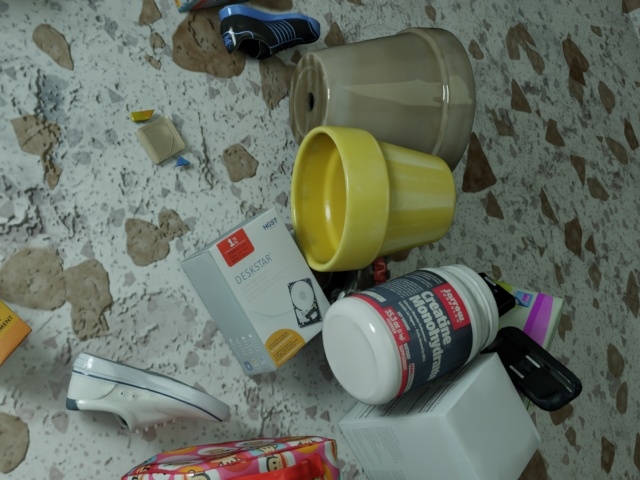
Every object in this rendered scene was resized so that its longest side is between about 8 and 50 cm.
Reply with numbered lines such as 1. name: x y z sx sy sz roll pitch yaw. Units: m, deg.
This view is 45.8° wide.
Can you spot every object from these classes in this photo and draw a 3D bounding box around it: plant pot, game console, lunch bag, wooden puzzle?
1. plant pot: 0.099 -0.266 1.505 0.280 0.323 0.323 -2 77 -24
2. game console: 0.345 0.208 1.507 0.213 0.361 0.044 -31 138 -18
3. plant pot: 0.100 -0.075 1.365 0.239 0.254 0.254 -2 76 -25
4. lunch bag: -0.114 0.352 1.104 0.293 0.258 0.120 0 76 -41
5. wooden puzzle: -0.277 -0.175 1.307 0.078 0.014 0.116 -29 96 -39

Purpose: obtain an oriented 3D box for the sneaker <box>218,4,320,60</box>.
1. sneaker: -0.095 -0.401 1.504 0.232 0.081 0.090 -3 81 -35

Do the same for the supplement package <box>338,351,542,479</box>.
1. supplement package: 0.219 0.354 1.396 0.198 0.263 0.199 -36 101 -42

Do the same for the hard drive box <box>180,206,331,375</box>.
1. hard drive box: -0.104 0.088 1.319 0.181 0.089 0.232 -38 102 -43

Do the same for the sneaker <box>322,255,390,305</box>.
1. sneaker: 0.065 0.143 1.450 0.135 0.098 0.276 -2 87 -25

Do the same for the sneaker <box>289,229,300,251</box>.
1. sneaker: 0.000 0.000 1.462 0.152 0.061 0.053 5 74 -39

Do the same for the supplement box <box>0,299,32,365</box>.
1. supplement box: -0.496 0.071 0.985 0.233 0.080 0.078 47 48 -17

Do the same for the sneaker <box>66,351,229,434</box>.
1. sneaker: -0.261 0.245 1.141 0.258 0.094 0.091 25 79 -29

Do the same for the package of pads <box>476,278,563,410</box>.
1. package of pads: 0.360 0.215 1.600 0.296 0.229 0.101 -55 150 -39

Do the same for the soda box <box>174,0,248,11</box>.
1. soda box: -0.200 -0.487 1.449 0.183 0.058 0.063 -27 94 -43

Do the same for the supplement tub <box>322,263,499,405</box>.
1. supplement tub: 0.158 0.157 1.330 0.272 0.191 0.191 -18 88 -32
